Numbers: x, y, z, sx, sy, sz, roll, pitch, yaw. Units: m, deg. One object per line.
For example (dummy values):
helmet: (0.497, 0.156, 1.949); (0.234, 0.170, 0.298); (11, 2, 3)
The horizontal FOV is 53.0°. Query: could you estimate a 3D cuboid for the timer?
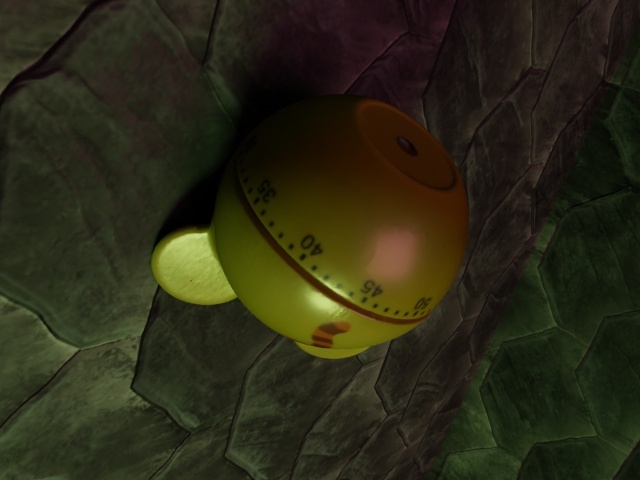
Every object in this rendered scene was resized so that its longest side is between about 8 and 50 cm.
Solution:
timer: (0.000, 0.000, 0.885); (0.376, 0.376, 0.387); (-5, 143, -51)
